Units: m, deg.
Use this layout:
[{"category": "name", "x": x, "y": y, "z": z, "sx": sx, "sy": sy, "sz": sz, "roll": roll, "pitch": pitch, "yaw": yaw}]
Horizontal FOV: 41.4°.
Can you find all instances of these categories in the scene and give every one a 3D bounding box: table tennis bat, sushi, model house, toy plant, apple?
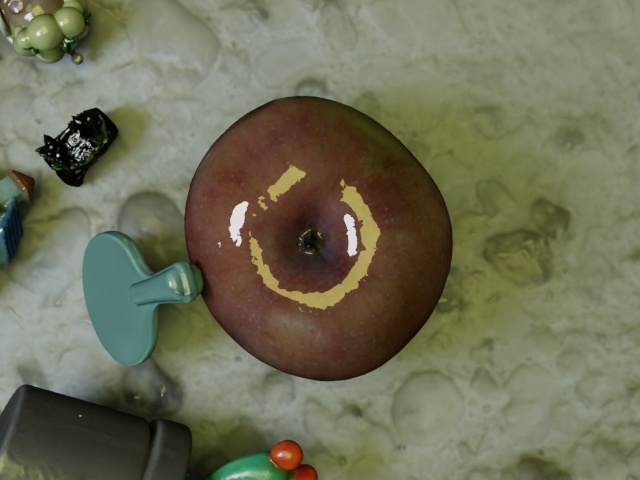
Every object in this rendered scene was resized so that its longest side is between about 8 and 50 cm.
[{"category": "table tennis bat", "x": -0.199, "y": 0.058, "z": 0.909, "sx": 0.040, "sy": 0.244, "sz": 0.153, "roll": -13, "pitch": 89, "yaw": -39}, {"category": "sushi", "x": -0.272, "y": -0.109, "z": 0.961, "sx": 0.083, "sy": 0.084, "sz": 0.056, "roll": -40, "pitch": 93, "yaw": -2}, {"category": "model house", "x": -0.394, "y": -0.028, "z": 0.958, "sx": 0.148, "sy": 0.119, "sz": 0.148, "roll": -34, "pitch": 68, "yaw": -24}, {"category": "toy plant", "x": -0.175, "y": 0.309, "z": 0.930, "sx": 0.400, "sy": 0.185, "sz": 0.280, "roll": 27, "pitch": 80, "yaw": -19}, {"category": "apple", "x": 0.000, "y": 0.000, "z": 0.898, "sx": 0.305, "sy": 0.235, "sz": 0.306, "roll": 0, "pitch": 92, "yaw": -3}]

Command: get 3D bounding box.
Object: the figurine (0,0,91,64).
[{"category": "figurine", "x": -0.337, "y": -0.281, "z": 0.949, "sx": 0.147, "sy": 0.093, "sz": 0.197, "roll": -43, "pitch": 92, "yaw": -11}]
